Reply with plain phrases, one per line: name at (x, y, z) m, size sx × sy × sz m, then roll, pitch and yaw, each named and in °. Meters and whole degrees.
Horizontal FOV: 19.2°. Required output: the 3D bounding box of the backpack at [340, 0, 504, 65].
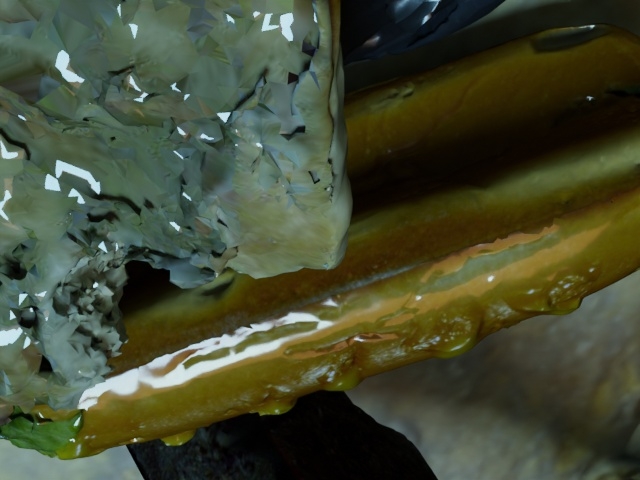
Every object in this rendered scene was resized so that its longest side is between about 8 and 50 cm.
backpack at (-0.001, -0.129, 0.490) m, size 0.206 × 0.133 × 0.258 m, roll 18°, pitch 140°, yaw -23°

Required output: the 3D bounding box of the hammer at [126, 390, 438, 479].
hammer at (0.107, 0.134, 0.779) m, size 0.409 × 0.242 × 0.095 m, roll 8°, pitch 130°, yaw -44°

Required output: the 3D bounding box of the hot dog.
hot dog at (0.000, 0.000, 0.634) m, size 0.269 × 0.115 × 0.072 m, roll -17°, pitch 143°, yaw 6°

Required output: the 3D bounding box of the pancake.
pancake at (-0.165, -0.076, 0.481) m, size 0.382 × 0.071 × 0.382 m, roll 14°, pitch 142°, yaw 11°
